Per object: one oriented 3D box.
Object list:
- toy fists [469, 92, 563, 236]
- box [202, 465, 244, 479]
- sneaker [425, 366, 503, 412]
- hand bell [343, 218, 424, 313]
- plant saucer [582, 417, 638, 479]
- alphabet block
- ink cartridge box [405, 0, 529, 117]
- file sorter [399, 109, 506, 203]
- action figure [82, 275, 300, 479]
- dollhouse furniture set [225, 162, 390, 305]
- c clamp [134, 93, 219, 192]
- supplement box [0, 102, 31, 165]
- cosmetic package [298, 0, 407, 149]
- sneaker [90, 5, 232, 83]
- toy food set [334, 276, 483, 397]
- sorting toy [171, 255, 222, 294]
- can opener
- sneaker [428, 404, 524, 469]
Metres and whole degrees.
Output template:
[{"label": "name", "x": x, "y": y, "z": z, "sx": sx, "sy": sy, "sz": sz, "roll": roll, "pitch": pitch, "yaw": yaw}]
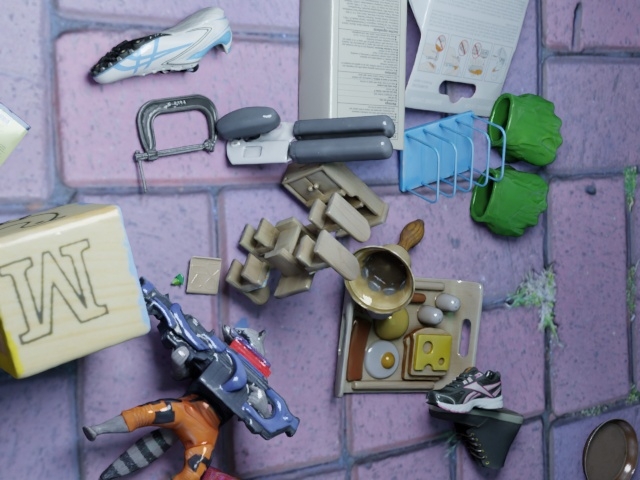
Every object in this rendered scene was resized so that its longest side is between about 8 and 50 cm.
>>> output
[{"label": "toy fists", "x": 0.383, "y": -0.145, "z": 1.883, "sx": 0.142, "sy": 0.096, "sz": 0.279, "roll": 14, "pitch": 88, "yaw": -24}, {"label": "box", "x": -0.099, "y": 0.481, "z": 1.610, "sx": 0.257, "sy": 0.128, "sz": 0.123, "roll": 32, "pitch": 77, "yaw": -29}, {"label": "sneaker", "x": 0.266, "y": 0.271, "z": 1.791, "sx": 0.178, "sy": 0.072, "sz": 0.077, "roll": 3, "pitch": 92, "yaw": -41}, {"label": "hand bell", "x": 0.140, "y": 0.019, "z": 1.713, "sx": 0.242, "sy": 0.126, "sz": 0.126, "roll": -47, "pitch": 121, "yaw": -57}, {"label": "plant saucer", "x": 0.627, "y": 0.468, "z": 2.115, "sx": 0.168, "sy": 0.029, "sz": 0.168, "roll": -2, "pitch": 94, "yaw": -31}, {"label": "alphabet block", "x": -0.382, "y": 0.063, "z": 1.370, "sx": 0.197, "sy": 0.192, "sz": 0.193, "roll": -19, "pitch": 102, "yaw": -30}, {"label": "ink cartridge box", "x": 0.257, "y": -0.428, "z": 1.764, "sx": 0.308, "sy": 0.091, "sz": 0.385, "roll": -3, "pitch": 113, "yaw": -48}, {"label": "file sorter", "x": 0.242, "y": -0.149, "z": 1.769, "sx": 0.170, "sy": 0.104, "sz": 0.118, "roll": -19, "pitch": 124, "yaw": -30}, {"label": "action figure", "x": -0.222, "y": 0.232, "z": 1.529, "sx": 0.330, "sy": 0.178, "sz": 0.341, "roll": -40, "pitch": 91, "yaw": -31}, {"label": "dollhouse furniture set", "x": 0.000, "y": 0.000, "z": 1.592, "sx": 0.161, "sy": 0.212, "sz": 0.242, "roll": 41, "pitch": 49, "yaw": -30}, {"label": "c clamp", "x": -0.229, "y": -0.162, "z": 1.547, "sx": 0.160, "sy": 0.022, "sz": 0.137, "roll": -19, "pitch": 98, "yaw": -28}, {"label": "supplement box", "x": -0.473, "y": -0.153, "z": 1.373, "sx": 0.083, "sy": 0.056, "sz": 0.083, "roll": 41, "pitch": 73, "yaw": -27}, {"label": "cosmetic package", "x": 0.055, "y": -0.309, "z": 1.655, "sx": 0.160, "sy": 0.113, "sz": 0.310, "roll": 0, "pitch": 94, "yaw": -31}, {"label": "sneaker", "x": -0.239, "y": -0.285, "z": 1.495, "sx": 0.237, "sy": 0.085, "sz": 0.086, "roll": -28, "pitch": 115, "yaw": -24}, {"label": "toy food set", "x": 0.165, "y": 0.177, "z": 1.771, "sx": 0.306, "sy": 0.092, "sz": 0.220, "roll": 6, "pitch": 91, "yaw": -32}, {"label": "sorting toy", "x": -0.202, "y": 0.056, "z": 1.582, "sx": 0.083, "sy": 0.012, "sz": 0.062, "roll": 7, "pitch": 95, "yaw": -35}, {"label": "can opener", "x": -0.028, "y": -0.168, "z": 1.536, "sx": 0.095, "sy": 0.283, "sz": 0.076, "roll": 52, "pitch": 41, "yaw": -59}, {"label": "sneaker", "x": 0.294, "y": 0.376, "z": 1.872, "sx": 0.222, "sy": 0.083, "sz": 0.118, "roll": 15, "pitch": 91, "yaw": -29}]
